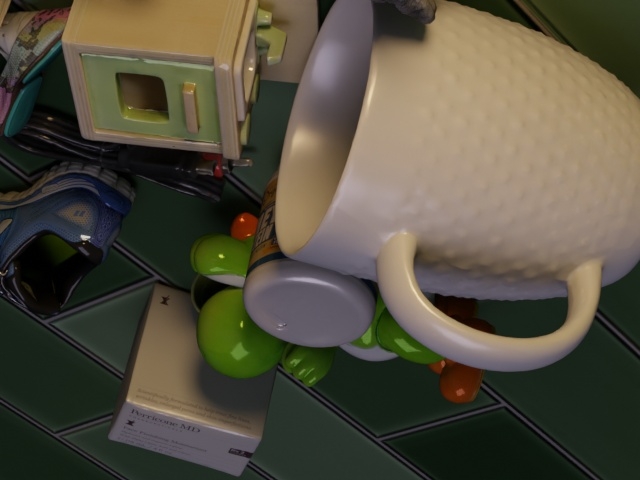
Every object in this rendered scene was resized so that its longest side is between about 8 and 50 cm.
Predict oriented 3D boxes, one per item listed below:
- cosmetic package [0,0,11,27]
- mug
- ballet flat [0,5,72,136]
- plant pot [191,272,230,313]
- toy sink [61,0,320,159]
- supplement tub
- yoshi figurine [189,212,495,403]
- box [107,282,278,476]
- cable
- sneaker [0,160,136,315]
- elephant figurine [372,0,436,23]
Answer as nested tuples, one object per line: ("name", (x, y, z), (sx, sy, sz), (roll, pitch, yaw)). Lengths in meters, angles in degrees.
("cosmetic package", (-0.450, -0.226, 1.695), (0.153, 0.129, 0.296), (32, 140, -28))
("mug", (0.153, -0.040, 1.585), (0.328, 0.374, 0.276), (14, 140, -15))
("ballet flat", (-0.319, -0.192, 1.766), (0.079, 0.077, 0.221), (43, 140, 0))
("plant pot", (-0.109, 0.075, 2.068), (0.083, 0.083, 0.079), (-1, 154, 16))
("toy sink", (-0.125, -0.178, 1.671), (0.234, 0.131, 0.153), (7, 145, 5))
("supplement tub", (0.000, 0.000, 1.823), (0.144, 0.200, 0.144), (7, 143, 5))
("yoshi figurine", (0.006, 0.108, 1.963), (0.362, 0.203, 0.203), (18, 143, -11))
("box", (-0.156, 0.177, 2.121), (0.181, 0.182, 0.119), (17, 144, -8))
("cable", (-0.213, -0.108, 1.880), (0.287, 0.072, 0.139), (11, 159, 22))
("sneaker", (-0.363, 0.019, 1.991), (0.330, 0.147, 0.130), (-25, 131, 40))
("elephant figurine", (0.047, -0.259, 1.423), (0.169, 0.239, 0.186), (-11, 139, 27))
